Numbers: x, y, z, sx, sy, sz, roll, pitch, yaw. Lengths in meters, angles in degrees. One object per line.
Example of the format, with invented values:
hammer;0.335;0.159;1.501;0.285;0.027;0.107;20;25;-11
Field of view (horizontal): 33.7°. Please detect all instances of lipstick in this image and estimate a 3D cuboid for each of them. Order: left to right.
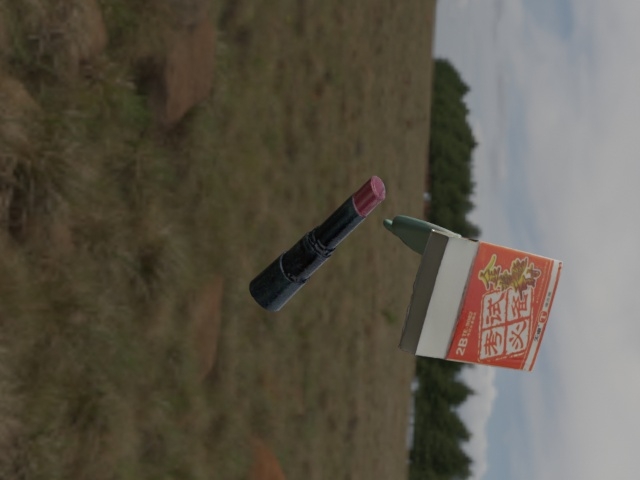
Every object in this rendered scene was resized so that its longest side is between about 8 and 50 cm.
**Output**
lipstick;0.000;0.000;1.341;0.234;0.053;0.053;-45;-162;28

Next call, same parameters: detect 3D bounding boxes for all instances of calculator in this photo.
calculator;0.148;-0.001;1.445;0.095;0.153;0.021;44;68;-45

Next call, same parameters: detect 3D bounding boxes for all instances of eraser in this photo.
eraser;0.211;0.082;1.366;0.038;0.230;0.157;20;-84;51
